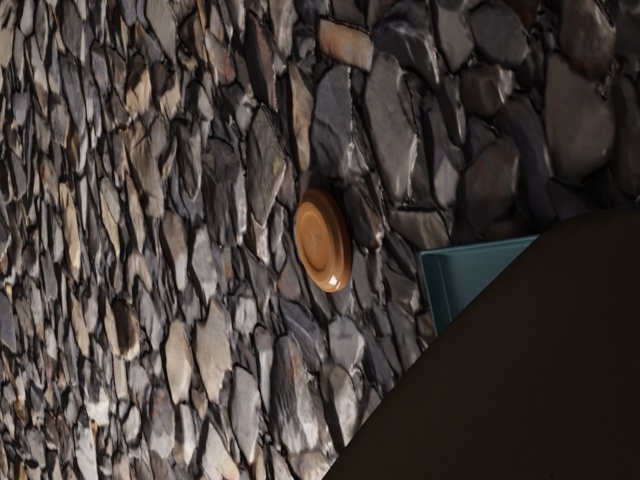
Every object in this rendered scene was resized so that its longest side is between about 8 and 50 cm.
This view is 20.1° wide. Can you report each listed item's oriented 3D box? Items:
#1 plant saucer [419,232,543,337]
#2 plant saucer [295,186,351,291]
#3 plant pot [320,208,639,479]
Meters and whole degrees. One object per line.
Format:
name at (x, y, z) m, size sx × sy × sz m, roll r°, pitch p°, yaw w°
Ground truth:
plant saucer at (0.119, 0.031, 1.167) m, size 0.192 × 0.018 × 0.067 m, roll 170°, pitch 88°, yaw -67°
plant saucer at (0.000, 0.000, 1.421) m, size 0.083 × 0.013 × 0.083 m, roll 40°, pitch 136°, yaw 54°
plant pot at (0.095, 0.157, 0.876) m, size 0.256 × 0.274 × 0.256 m, roll 33°, pitch 139°, yaw 34°
